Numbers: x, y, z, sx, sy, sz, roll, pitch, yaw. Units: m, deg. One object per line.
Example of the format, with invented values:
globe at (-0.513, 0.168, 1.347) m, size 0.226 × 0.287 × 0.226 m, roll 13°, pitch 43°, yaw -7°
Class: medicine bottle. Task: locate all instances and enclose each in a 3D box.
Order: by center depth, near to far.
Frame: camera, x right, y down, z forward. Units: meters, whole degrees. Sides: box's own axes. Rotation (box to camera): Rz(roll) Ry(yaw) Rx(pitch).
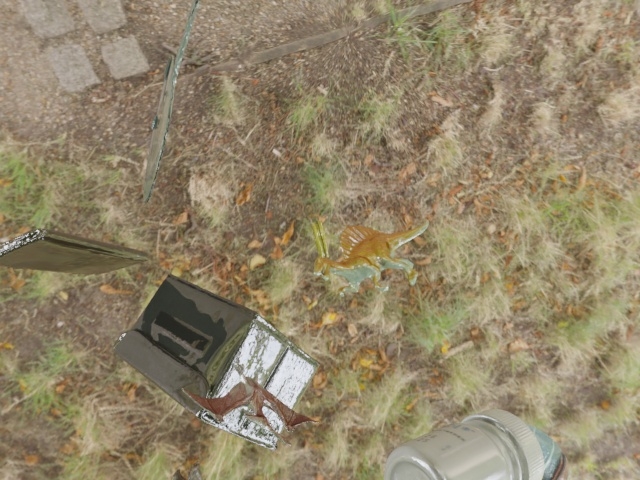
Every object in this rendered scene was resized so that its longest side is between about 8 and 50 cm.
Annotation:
medicine bottle at (0.162, 0.261, 0.546) m, size 0.168 × 0.105 × 0.105 m, roll -3°, pitch 119°, yaw -37°

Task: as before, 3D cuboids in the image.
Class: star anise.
star anise at (-0.214, 0.441, 0.805) m, size 0.141 × 0.042 × 0.141 m, roll -8°, pitch 76°, yaw 33°

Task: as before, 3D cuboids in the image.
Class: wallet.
wallet at (-0.540, 0.032, 1.065) m, size 0.165 × 0.309 × 0.042 m, roll -16°, pitch 76°, yaw 17°

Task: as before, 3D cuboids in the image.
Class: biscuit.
biscuit at (0.000, 0.000, 1.039) m, size 0.023 × 0.084 × 0.084 m, roll -14°, pitch 112°, yaw -3°

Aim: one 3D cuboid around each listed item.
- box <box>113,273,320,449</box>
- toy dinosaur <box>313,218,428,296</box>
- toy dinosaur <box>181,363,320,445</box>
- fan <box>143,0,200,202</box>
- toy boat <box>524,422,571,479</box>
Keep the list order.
box at (-0.220, 0.249, 1.033) m, size 0.204 × 0.345 × 0.251 m, roll -59°, pitch 136°, yaw -18°
toy dinosaur at (0.080, 0.017, 0.740) m, size 0.142 × 0.212 × 0.057 m, roll 27°, pitch 132°, yaw 2°
toy dinosaur at (-0.089, 0.223, 0.669) m, size 0.220 × 0.108 × 0.032 m, roll 21°, pitch 116°, yaw -29°
fan at (-0.110, -0.100, 0.347) m, size 0.005 × 0.113 × 0.175 m, roll 10°, pitch 147°, yaw -25°
toy boat at (0.323, 0.310, 0.732) m, size 0.122 × 0.096 × 0.034 m, roll 53°, pitch 135°, yaw 10°
